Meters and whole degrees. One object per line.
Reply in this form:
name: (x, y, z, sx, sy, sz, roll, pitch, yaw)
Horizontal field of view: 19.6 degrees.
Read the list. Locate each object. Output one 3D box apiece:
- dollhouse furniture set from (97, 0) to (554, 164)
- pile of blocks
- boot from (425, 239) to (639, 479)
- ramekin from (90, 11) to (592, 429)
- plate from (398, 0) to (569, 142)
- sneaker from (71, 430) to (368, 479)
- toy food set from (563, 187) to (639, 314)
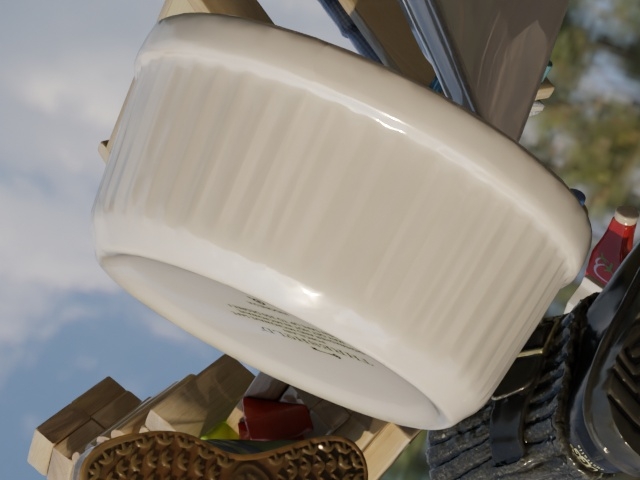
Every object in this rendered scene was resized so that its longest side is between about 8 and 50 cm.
dollhouse furniture set: (0.037, -0.078, 1.415, 0.303, 0.198, 0.286, -14, -123, -36)
pile of blocks: (-0.089, 0.166, 1.316, 0.362, 0.149, 0.112, -19, -167, 48)
boot: (0.239, 0.068, 1.488, 0.131, 0.260, 0.348, 46, -121, -9)
ramekin: (0.000, 0.000, 0.999, 0.272, 0.127, 0.273, 25, 166, 6)
plate: (0.080, -0.231, 1.110, 0.045, 0.277, 0.278, -8, -142, 29)
sneaker: (-0.072, 0.154, 1.144, 0.192, 0.086, 0.064, 1, -105, -29)
toy food set: (0.285, 0.027, 1.878, 0.111, 0.105, 0.232, -26, -128, -39)
